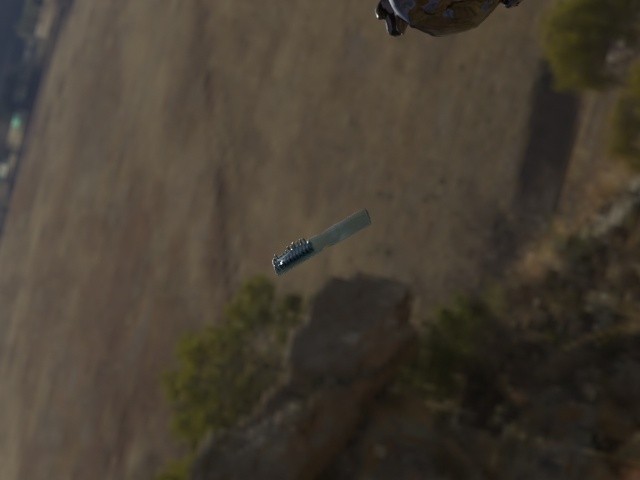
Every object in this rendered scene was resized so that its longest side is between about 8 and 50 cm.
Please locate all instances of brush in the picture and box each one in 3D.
[{"bbox_3d":[0.000,0.000,1.416,0.013,0.084,0.016,53,-169,-52],"label":"brush"}]

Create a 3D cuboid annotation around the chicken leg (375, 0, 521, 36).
[{"bbox_3d":[0.031,-0.167,0.549,0.125,0.196,0.080,-32,21,-1],"label":"chicken leg"}]
